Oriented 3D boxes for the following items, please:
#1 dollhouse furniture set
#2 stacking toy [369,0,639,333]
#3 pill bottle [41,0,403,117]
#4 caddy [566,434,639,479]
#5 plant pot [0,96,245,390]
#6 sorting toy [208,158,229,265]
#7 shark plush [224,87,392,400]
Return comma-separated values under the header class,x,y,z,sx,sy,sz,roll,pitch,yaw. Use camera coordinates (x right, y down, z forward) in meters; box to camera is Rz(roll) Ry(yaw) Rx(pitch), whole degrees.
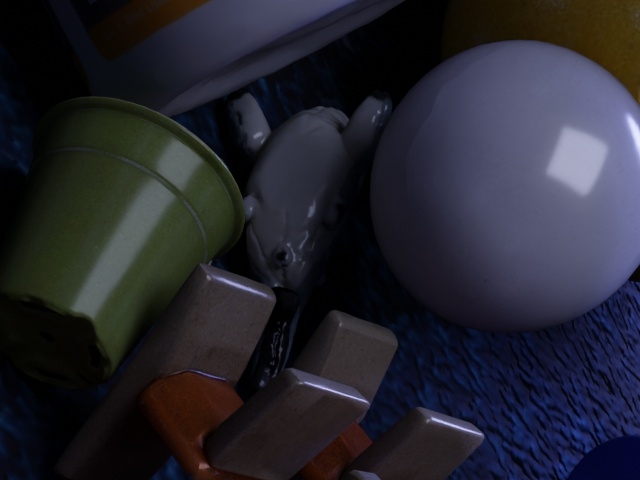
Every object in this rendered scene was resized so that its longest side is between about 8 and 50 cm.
class,x,y,z,sx,sy,sz,roll,pitch,yaw
dollhouse furniture set,0.053,0.161,0.606,0.259,0.135,0.262,22,21,-51
stacking toy,0.176,-0.096,0.839,0.350,0.350,0.480,60,39,-7
pill bottle,-0.072,-0.198,0.684,0.162,0.162,0.278,-29,93,-58
caddy,0.261,0.163,0.792,0.179,0.241,0.341,37,7,-26
plant pot,-0.079,0.007,0.618,0.083,0.083,0.079,47,48,-26
sorting toy,-0.061,-0.018,0.712,0.062,0.012,0.083,48,36,-24
shark plush,0.000,0.000,0.754,0.067,0.073,0.161,77,8,-47
